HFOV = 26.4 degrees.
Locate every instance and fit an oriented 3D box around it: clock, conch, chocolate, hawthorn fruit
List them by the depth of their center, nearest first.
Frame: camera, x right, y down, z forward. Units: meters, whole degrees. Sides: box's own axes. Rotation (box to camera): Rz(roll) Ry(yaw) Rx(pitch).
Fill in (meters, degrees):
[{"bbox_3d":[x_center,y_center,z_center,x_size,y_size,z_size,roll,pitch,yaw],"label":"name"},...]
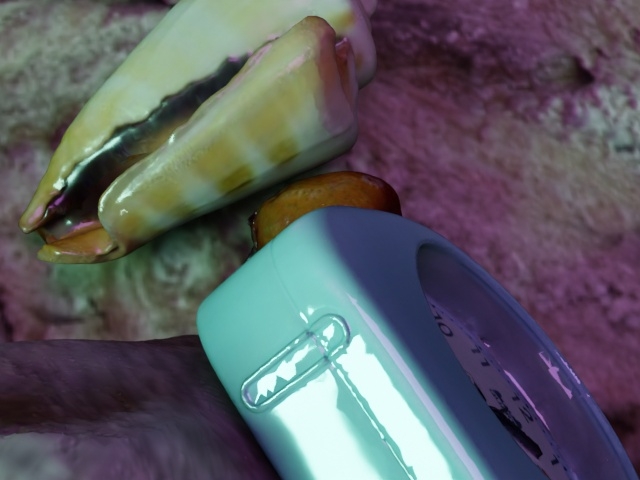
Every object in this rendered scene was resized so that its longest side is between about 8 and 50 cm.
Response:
[{"bbox_3d":[-0.082,0.106,0.607,0.185,0.303,0.100,38,106,24],"label":"chocolate"},{"bbox_3d":[0.071,0.098,0.675,0.094,0.274,0.223,-39,72,16],"label":"clock"},{"bbox_3d":[0.000,0.000,0.787,0.093,0.081,0.081,3,61,9],"label":"hawthorn fruit"},{"bbox_3d":[-0.054,-0.069,0.803,0.255,0.127,0.158,-43,44,0],"label":"conch"}]
